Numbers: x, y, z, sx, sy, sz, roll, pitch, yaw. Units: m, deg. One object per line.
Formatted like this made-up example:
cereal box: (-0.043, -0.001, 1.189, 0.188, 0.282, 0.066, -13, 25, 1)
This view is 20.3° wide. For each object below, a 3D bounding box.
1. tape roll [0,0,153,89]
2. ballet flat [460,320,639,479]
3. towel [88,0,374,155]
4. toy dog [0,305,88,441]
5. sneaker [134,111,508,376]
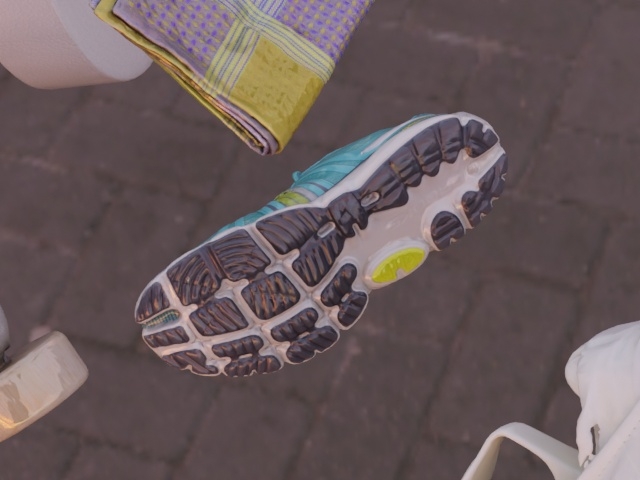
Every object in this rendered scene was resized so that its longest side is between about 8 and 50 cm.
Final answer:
tape roll: (-0.201, -0.311, 1.364, 0.072, 0.392, 0.392, -6, 48, 14)
ballet flat: (0.167, 0.135, 1.047, 0.139, 0.400, 0.139, 29, 27, -16)
towel: (-0.016, -0.065, 0.448, 0.060, 0.009, 0.083, 40, 53, -10)
toy dog: (-0.312, 0.109, 1.071, 0.334, 0.161, 0.220, -16, 84, -27)
sneaker: (0.000, 0.000, 1.211, 0.275, 0.107, 0.110, -30, 21, -9)
